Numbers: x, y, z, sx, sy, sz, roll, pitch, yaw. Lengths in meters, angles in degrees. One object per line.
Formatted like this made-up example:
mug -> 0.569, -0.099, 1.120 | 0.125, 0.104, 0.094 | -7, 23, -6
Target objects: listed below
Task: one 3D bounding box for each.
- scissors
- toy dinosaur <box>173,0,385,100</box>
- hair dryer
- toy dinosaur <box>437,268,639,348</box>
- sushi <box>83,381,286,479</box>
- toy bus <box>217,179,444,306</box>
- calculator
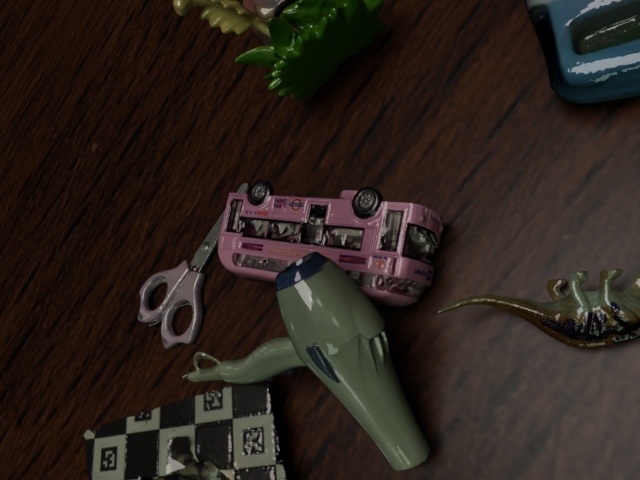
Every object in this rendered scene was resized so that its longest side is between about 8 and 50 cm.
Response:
scissors -> -0.126, 0.020, 0.573 | 0.100, 0.015, 0.189 | 35, 94, 34
toy dinosaur -> -0.027, -0.246, 0.507 | 0.152, 0.194, 0.177 | -40, 79, 27
hair dryer -> -0.012, 0.121, 0.421 | 0.167, 0.067, 0.199 | 49, 123, 4
toy dinosaur -> 0.172, 0.040, 0.357 | 0.180, 0.037, 0.058 | 5, 74, 33
sushi -> -0.109, 0.234, 0.478 | 0.210, 0.040, 0.192 | -24, 63, 18
toy bus -> 0.000, 0.000, 0.467 | 0.203, 0.063, 0.090 | 6, 82, 36
calculator -> 0.228, -0.225, 0.393 | 0.173, 0.051, 0.293 | -14, 69, 28
